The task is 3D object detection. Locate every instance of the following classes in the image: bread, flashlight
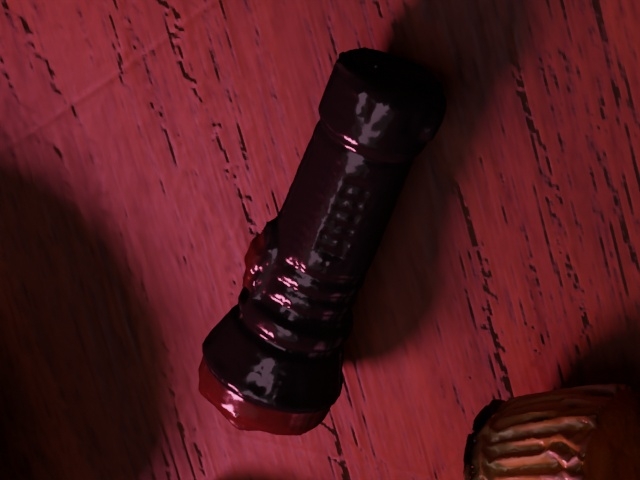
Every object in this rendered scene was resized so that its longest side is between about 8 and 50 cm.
[{"bbox_3d":[0.150,0.176,1.118,0.114,0.132,0.190,-7,113,27],"label":"bread"},{"bbox_3d":[0.000,0.000,1.132,0.093,0.093,0.232,26,117,11],"label":"flashlight"}]
